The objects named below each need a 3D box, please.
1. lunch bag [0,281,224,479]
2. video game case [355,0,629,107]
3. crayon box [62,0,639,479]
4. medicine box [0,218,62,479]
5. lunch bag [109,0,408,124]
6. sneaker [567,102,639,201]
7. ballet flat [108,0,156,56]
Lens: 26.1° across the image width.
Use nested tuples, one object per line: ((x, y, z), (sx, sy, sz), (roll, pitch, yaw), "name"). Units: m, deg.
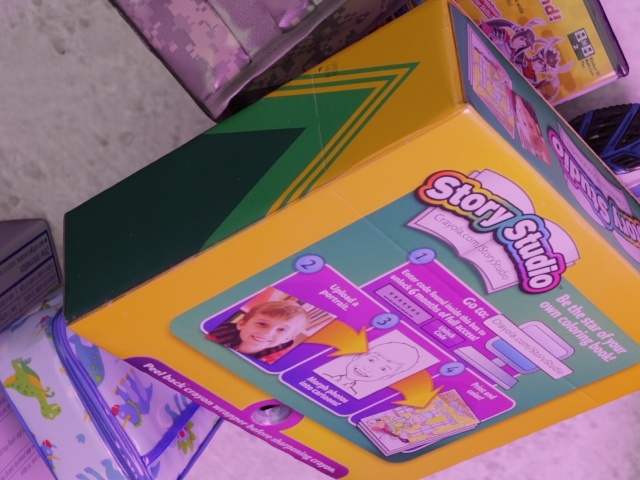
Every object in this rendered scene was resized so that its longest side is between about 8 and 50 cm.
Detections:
((-0.149, 0.104, 1.100), (0.090, 0.219, 0.176), (-22, 101, 24), "lunch bag")
((0.066, -0.200, 1.057), (0.248, 0.035, 0.274), (-23, 100, 18), "video game case")
((0.058, 0.032, 0.976), (0.313, 0.106, 0.363), (-28, 138, 24), "crayon box")
((-0.307, 0.159, 1.126), (0.149, 0.263, 0.289), (-6, 105, 14), "medicine box")
((-0.028, -0.247, 0.950), (0.287, 0.169, 0.235), (-39, 87, -2), "lunch bag")
((0.162, -0.041, 1.051), (0.211, 0.080, 0.081), (-7, 149, 9), "sneaker")
((-0.159, -0.222, 1.072), (0.077, 0.079, 0.221), (-38, 96, 20), "ballet flat")
